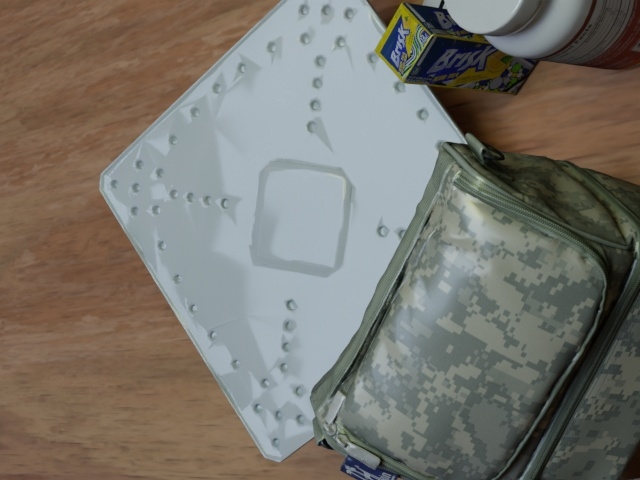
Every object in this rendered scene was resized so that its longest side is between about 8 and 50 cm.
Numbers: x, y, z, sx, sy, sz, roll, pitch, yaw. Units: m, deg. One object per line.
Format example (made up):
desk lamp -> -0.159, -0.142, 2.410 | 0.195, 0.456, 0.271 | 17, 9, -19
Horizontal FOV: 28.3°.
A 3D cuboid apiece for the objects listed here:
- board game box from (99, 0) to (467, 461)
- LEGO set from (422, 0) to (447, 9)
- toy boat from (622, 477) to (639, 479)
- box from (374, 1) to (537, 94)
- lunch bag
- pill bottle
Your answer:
board game box -> -0.010, -0.026, 1.353 | 0.390, 0.050, 0.390 | -40, 75, 24
LEGO set -> 0.157, -0.318, 1.257 | 0.093, 0.087, 0.227 | 42, 121, 37
toy boat -> 0.308, 0.351, 1.076 | 0.318, 0.148, 0.267 | 18, 104, 45
box -> 0.136, -0.183, 1.222 | 0.054, 0.169, 0.059 | 52, 126, 32
lunch bag -> 0.155, 0.076, 1.101 | 0.305, 0.256, 0.212 | -64, 23, 20
pill bottle -> 0.210, -0.217, 1.111 | 0.121, 0.216, 0.121 | 1, 92, 46
